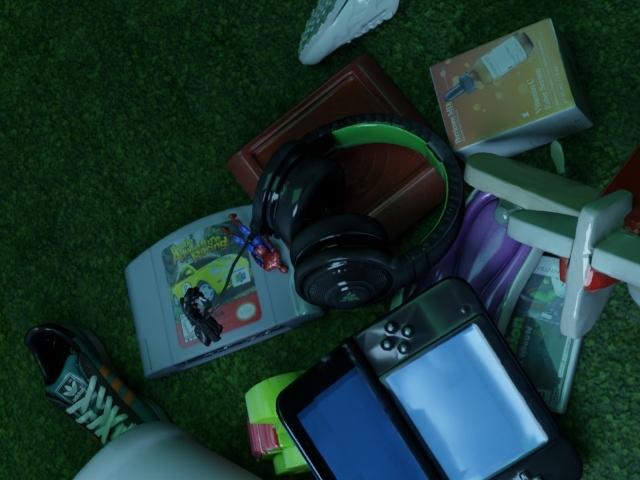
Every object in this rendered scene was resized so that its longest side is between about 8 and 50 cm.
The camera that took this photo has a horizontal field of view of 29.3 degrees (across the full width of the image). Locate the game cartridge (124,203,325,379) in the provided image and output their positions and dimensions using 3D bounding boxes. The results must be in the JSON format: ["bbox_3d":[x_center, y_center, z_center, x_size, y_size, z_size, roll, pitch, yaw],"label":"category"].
[{"bbox_3d":[-0.146,0.063,1.749,0.294,0.060,0.196,-22,65,21],"label":"game cartridge"}]

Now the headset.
[{"bbox_3d":[0.000,0.000,1.564,0.394,0.185,0.243,-29,58,-9],"label":"headset"}]

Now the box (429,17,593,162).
[{"bbox_3d":[0.247,-0.187,1.583,0.170,0.091,0.130,-21,70,21],"label":"box"}]

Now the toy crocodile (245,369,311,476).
[{"bbox_3d":[-0.048,0.232,1.523,0.105,0.340,0.115,-8,77,-10],"label":"toy crocodile"}]

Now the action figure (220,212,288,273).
[{"bbox_3d":[-0.087,0.008,1.686,0.115,0.030,0.038,42,103,23],"label":"action figure"}]

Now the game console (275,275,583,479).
[{"bbox_3d":[0.132,0.226,1.389,0.250,0.173,0.293,-32,91,6],"label":"game console"}]

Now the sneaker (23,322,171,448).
[{"bbox_3d":[-0.327,0.233,1.761,0.302,0.121,0.108,44,100,27],"label":"sneaker"}]

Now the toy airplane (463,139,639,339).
[{"bbox_3d":[0.377,-0.008,1.360,0.384,0.272,0.386,-10,41,2],"label":"toy airplane"}]

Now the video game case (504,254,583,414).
[{"bbox_3d":[0.249,0.108,1.554,0.173,0.022,0.190,12,84,29],"label":"video game case"}]

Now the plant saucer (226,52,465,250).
[{"bbox_3d":[0.027,-0.106,1.671,0.259,0.048,0.258,-38,65,2],"label":"plant saucer"}]

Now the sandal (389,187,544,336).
[{"bbox_3d":[0.152,0.099,1.525,0.169,0.102,0.416,18,81,29],"label":"sandal"}]

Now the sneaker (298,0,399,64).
[{"bbox_3d":[0.055,-0.328,1.716,0.235,0.094,0.090,-48,29,30],"label":"sneaker"}]

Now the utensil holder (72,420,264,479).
[{"bbox_3d":[-0.115,0.447,1.493,0.385,0.327,0.328,23,89,28],"label":"utensil holder"}]
